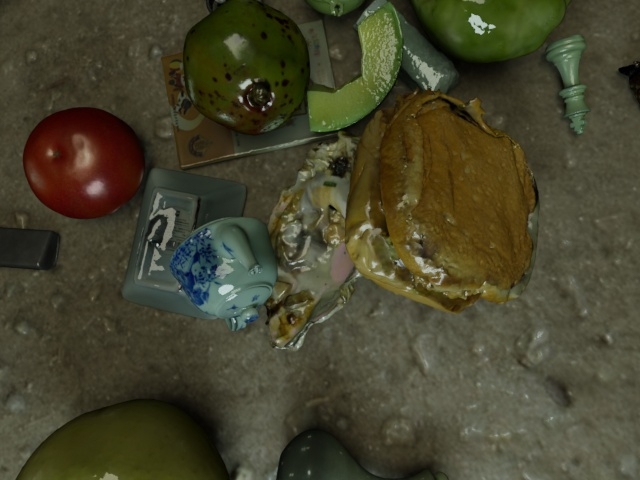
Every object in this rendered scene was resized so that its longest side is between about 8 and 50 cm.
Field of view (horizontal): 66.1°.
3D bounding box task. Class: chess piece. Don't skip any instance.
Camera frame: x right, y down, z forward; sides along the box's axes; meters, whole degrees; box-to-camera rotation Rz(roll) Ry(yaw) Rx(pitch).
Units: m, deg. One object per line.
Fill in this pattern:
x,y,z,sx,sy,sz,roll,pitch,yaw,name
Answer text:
0.400,-0.242,0.778,0.059,0.059,0.149,-12,90,6,chess piece

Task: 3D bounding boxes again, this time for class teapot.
-0.130,0.059,0.732,0.159,0.232,0.159,7,56,-11,teapot
0.057,0.385,0.726,0.251,0.183,0.183,9,87,-5,teapot

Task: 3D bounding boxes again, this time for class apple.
-0.260,0.358,0.712,0.295,0.258,0.233,38,90,4,apple

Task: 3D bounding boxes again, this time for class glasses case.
-0.567,0.012,0.878,0.190,0.042,0.072,4,80,7,glasses case

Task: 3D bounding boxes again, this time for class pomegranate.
-0.132,-0.273,0.758,0.246,0.198,0.198,34,91,20,pomegranate

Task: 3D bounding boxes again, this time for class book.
-0.121,-0.251,0.855,0.295,0.020,0.208,-12,84,5,book

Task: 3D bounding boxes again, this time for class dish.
-0.240,0.002,0.822,0.182,0.080,0.243,11,87,7,dish

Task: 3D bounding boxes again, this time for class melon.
0.058,-0.254,0.773,0.209,0.064,0.118,-35,90,21,melon

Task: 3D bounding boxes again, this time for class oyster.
0.004,0.001,0.791,0.201,0.107,0.354,29,97,39,oyster

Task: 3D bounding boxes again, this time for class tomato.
-0.395,-0.129,0.819,0.195,0.136,0.195,0,87,7,tomato

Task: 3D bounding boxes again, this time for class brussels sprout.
0.250,-0.420,0.710,0.273,0.242,0.317,35,84,0,brussels sprout

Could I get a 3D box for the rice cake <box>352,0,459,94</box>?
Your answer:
0.139,-0.312,0.806,0.069,0.063,0.206,-41,83,8,rice cake

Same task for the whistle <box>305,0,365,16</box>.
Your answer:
0.016,-0.493,0.819,0.141,0.141,0.294,-10,66,6,whistle

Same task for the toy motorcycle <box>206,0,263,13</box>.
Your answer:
-0.153,-0.493,0.848,0.151,0.074,0.229,-20,75,10,toy motorcycle

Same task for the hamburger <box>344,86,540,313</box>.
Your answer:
0.179,-0.049,0.693,0.318,0.158,0.319,6,78,-32,hamburger

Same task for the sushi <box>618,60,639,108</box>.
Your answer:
0.531,-0.252,0.747,0.094,0.084,0.098,-29,87,2,sushi
